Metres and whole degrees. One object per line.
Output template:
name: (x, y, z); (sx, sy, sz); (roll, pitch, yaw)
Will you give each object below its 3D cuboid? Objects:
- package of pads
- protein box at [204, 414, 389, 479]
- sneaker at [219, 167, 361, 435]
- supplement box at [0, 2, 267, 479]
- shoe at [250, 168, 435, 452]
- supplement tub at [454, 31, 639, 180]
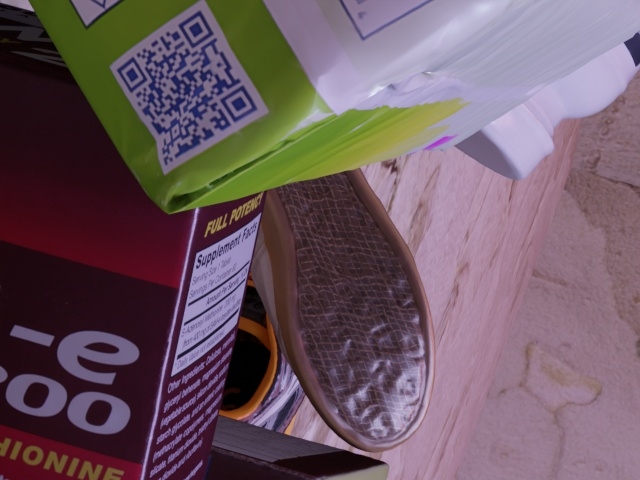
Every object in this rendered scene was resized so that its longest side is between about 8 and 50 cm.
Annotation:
package of pads: (-0.017, -0.134, 0.456); (0.101, 0.229, 0.296); (-31, 178, 13)
protein box: (-0.071, 0.180, 0.830); (0.201, 0.136, 0.200); (25, 81, -79)
sneaker: (-0.025, 0.038, 1.010); (0.083, 0.084, 0.215); (73, 35, -62)
supplement box: (-0.101, 0.056, 0.524); (0.073, 0.130, 0.239); (-38, 142, -71)
shoe: (0.000, 0.000, 0.921); (0.058, 0.076, 0.219); (-164, -126, -79)
supplement tub: (0.128, -0.189, 0.987); (0.272, 0.191, 0.191); (-51, 167, -2)
